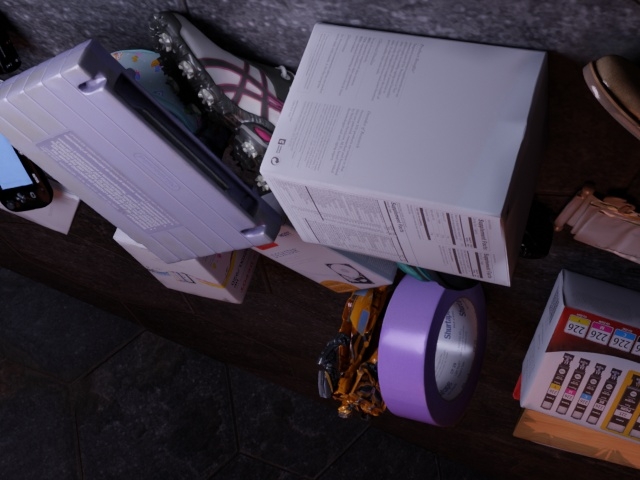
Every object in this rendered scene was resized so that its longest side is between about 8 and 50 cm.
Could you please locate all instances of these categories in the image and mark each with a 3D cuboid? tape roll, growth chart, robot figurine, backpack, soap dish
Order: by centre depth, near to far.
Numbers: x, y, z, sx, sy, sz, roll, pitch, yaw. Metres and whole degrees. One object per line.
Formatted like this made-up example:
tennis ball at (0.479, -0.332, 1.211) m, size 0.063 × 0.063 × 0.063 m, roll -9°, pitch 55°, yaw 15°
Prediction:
growth chart at (0.436, -0.007, 1.181) m, size 0.237 × 0.021 × 0.172 m, roll 21°, pitch 160°, yaw -4°
backpack at (-0.229, -0.170, 1.201) m, size 0.165 × 0.144 × 0.188 m, roll 11°, pitch 150°, yaw 24°
tape roll at (0.205, 0.186, 1.542) m, size 0.090 × 0.275 × 0.275 m, roll 8°, pitch 158°, yaw 33°
soap dish at (0.531, 0.295, 1.631) m, size 0.290 × 0.229 × 0.118 m, roll 10°, pitch 142°, yaw 26°
robot figurine at (0.098, 0.205, 1.674) m, size 0.085 × 0.291 × 0.211 m, roll 0°, pitch 154°, yaw 44°

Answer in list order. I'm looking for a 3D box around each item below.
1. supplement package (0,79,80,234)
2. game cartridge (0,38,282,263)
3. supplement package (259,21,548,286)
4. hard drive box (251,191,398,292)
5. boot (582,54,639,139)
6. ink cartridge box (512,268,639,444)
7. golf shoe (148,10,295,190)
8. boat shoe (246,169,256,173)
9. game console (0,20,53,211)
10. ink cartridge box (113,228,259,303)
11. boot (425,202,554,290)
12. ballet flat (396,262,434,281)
supplement package at (-0.509, -0.139, 1.544) m, size 0.204 × 0.145 × 0.262 m, roll 24°, pitch 160°, yaw -14°
game cartridge at (-0.242, -0.097, 1.126) m, size 0.230 × 0.068 × 0.355 m, roll -6°, pitch 142°, yaw 41°
supplement package at (0.106, -0.095, 0.985) m, size 0.262 × 0.199 × 0.198 m, roll 12°, pitch 160°, yaw 20°
hard drive box at (0.000, 0.000, 1.520) m, size 0.232 × 0.089 × 0.181 m, roll 28°, pitch 159°, yaw -23°
boot at (0.402, -0.117, 0.849) m, size 0.305 × 0.112 × 0.115 m, roll 27°, pitch 130°, yaw -9°
ink cartridge box at (0.492, 0.229, 1.390) m, size 0.309 × 0.130 × 0.272 m, roll 17°, pitch 119°, yaw 6°
golf shoe at (-0.102, -0.190, 1.099) m, size 0.273 × 0.120 × 0.105 m, roll 49°, pitch 160°, yaw -13°
boat shoe at (0.036, -0.107, 1.187) m, size 0.304 × 0.091 × 0.109 m, roll 15°, pitch 161°, yaw 13°
game console at (-0.506, -0.200, 1.297) m, size 0.213 × 0.044 × 0.361 m, roll -2°, pitch 124°, yaw 31°
ink cartridge box at (-0.225, -0.014, 1.573) m, size 0.168 × 0.171 × 0.233 m, roll 12°, pitch 160°, yaw 21°
boot at (0.249, 0.009, 1.290) m, size 0.207 × 0.094 × 0.246 m, roll 8°, pitch 152°, yaw 41°
ballet flat at (0.124, -0.008, 1.399) m, size 0.087 × 0.083 × 0.247 m, roll 23°, pitch 164°, yaw 36°
